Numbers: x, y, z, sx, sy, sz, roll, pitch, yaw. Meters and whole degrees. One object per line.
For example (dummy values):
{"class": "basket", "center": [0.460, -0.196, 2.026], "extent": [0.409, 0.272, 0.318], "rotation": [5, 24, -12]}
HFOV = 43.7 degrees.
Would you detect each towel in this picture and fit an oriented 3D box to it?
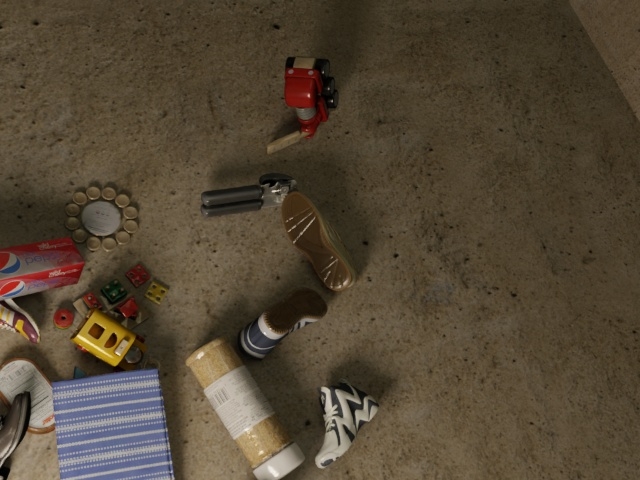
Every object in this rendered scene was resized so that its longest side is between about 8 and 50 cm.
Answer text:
{"class": "towel", "center": [-0.457, 0.464, 1.775], "extent": [0.243, 0.040, 0.335], "rotation": [-5, 78, -20]}

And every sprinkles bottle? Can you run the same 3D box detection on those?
{"class": "sprinkles bottle", "center": [-0.179, 0.400, 1.889], "extent": [0.121, 0.121, 0.355], "rotation": [-29, 78, -29]}

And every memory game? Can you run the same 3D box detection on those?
{"class": "memory game", "center": [-0.556, -0.056, 2.030], "extent": [0.186, 0.012, 0.186], "rotation": [9, 63, -17]}

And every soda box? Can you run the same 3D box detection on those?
{"class": "soda box", "center": [-0.686, 0.069, 1.835], "extent": [0.263, 0.083, 0.092], "rotation": [-14, 57, -41]}

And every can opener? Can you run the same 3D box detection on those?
{"class": "can opener", "center": [-0.195, -0.127, 2.178], "extent": [0.284, 0.076, 0.095], "rotation": [-9, 37, -24]}

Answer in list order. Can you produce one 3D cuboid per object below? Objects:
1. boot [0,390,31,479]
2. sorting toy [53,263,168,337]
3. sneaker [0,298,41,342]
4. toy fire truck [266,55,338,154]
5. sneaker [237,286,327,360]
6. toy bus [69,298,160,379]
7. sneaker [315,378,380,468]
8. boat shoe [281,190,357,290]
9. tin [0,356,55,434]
{"class": "boot", "center": [-0.751, 0.413, 1.672], "extent": [0.229, 0.091, 0.262], "rotation": [21, 76, -8]}
{"class": "sorting toy", "center": [-0.496, 0.159, 1.930], "extent": [0.275, 0.046, 0.132], "rotation": [-34, 81, -30]}
{"class": "sneaker", "center": [-0.721, 0.182, 1.825], "extent": [0.185, 0.069, 0.084], "rotation": [41, 56, 12]}
{"class": "toy fire truck", "center": [-0.063, -0.369, 2.260], "extent": [0.159, 0.217, 0.246], "rotation": [7, 66, 15]}
{"class": "sneaker", "center": [-0.102, 0.214, 2.033], "extent": [0.099, 0.153, 0.282], "rotation": [52, 30, 11]}
{"class": "toy bus", "center": [-0.471, 0.240, 1.835], "extent": [0.202, 0.104, 0.190], "rotation": [-11, 90, -25]}
{"class": "sneaker", "center": [0.026, 0.435, 1.967], "extent": [0.153, 0.094, 0.235], "rotation": [43, 59, 5]}
{"class": "boat shoe", "center": [0.000, 0.000, 2.169], "extent": [0.302, 0.109, 0.098], "rotation": [56, 21, 11]}
{"class": "tin", "center": [-0.652, 0.347, 1.789], "extent": [0.106, 0.040, 0.189], "rotation": [-38, 83, -26]}
